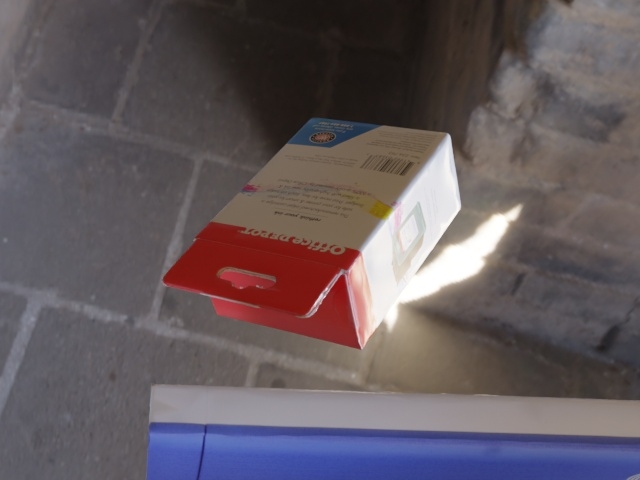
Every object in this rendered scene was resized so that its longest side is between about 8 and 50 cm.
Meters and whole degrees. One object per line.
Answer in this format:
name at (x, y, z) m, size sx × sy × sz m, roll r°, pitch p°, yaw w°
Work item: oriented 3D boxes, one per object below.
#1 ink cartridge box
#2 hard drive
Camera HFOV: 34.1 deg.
ink cartridge box at (0.000, 0.000, 0.802) m, size 0.134 × 0.078 × 0.231 m, roll 11°, pitch 42°, yaw 30°
hard drive at (0.049, 0.152, 0.672) m, size 0.318 × 0.210 × 0.040 m, roll 3°, pitch 59°, yaw -9°
